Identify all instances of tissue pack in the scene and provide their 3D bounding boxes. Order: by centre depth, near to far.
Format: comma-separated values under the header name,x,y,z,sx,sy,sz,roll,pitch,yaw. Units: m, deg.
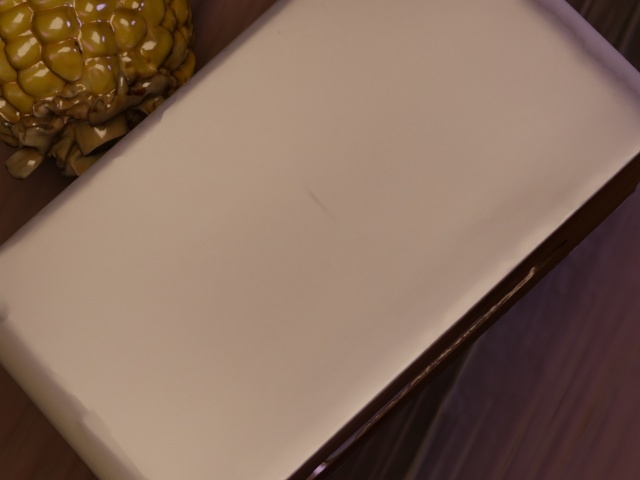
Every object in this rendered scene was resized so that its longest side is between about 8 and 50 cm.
name,x,y,z,sx,sy,sz,roll,pitch,yaw
tissue pack,0.000,0.000,0.744,0.246,0.159,0.136,-42,81,-5

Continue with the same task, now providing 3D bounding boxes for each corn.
name,x,y,z,sx,sy,sz,roll,pitch,yaw
corn,-0.137,-0.177,0.802,0.106,0.106,0.305,-20,79,-2
